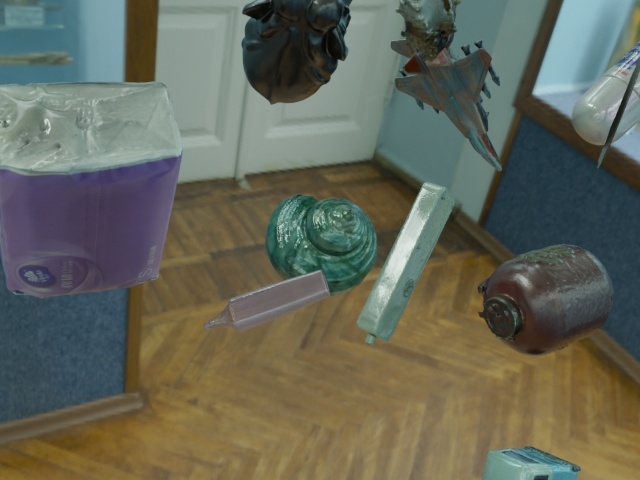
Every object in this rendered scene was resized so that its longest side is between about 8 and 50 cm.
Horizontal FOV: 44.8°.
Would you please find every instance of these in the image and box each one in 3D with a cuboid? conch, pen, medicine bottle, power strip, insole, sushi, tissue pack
[{"bbox_3d":[0.001,-0.001,1.304,0.196,0.202,0.134,54,31,2],"label":"conch"},{"bbox_3d":[-0.083,0.096,1.141,0.197,0.032,0.053,-19,68,9],"label":"pen"},{"bbox_3d":[0.696,-0.345,1.712,0.341,0.130,0.130,-43,52,-6],"label":"medicine bottle"},{"bbox_3d":[0.186,0.056,1.724,0.062,0.385,0.091,22,-9,33],"label":"power strip"},{"bbox_3d":[0.608,-0.295,1.531,0.007,0.328,0.111,21,7,10],"label":"insole"},{"bbox_3d":[0.176,-0.358,1.242,0.097,0.103,0.226,13,-13,20],"label":"sushi"},{"bbox_3d":[-0.339,-0.065,1.113,0.242,0.338,0.160,-8,61,-22],"label":"tissue pack"}]

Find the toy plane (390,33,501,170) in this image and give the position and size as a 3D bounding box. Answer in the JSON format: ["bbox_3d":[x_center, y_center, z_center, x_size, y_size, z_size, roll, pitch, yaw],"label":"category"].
[{"bbox_3d":[0.269,-0.265,1.476,0.223,0.326,0.104,-10,43,47],"label":"toy plane"}]

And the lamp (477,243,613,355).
[{"bbox_3d":[0.383,0.095,1.316,0.258,0.180,0.180,-15,41,-34],"label":"lamp"}]

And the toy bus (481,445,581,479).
[{"bbox_3d":[0.363,0.529,1.439,0.165,0.271,0.133,14,-2,-33],"label":"toy bus"}]

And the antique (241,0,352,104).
[{"bbox_3d":[-0.028,-0.376,1.333,0.185,0.322,0.255,24,46,-3],"label":"antique"}]
